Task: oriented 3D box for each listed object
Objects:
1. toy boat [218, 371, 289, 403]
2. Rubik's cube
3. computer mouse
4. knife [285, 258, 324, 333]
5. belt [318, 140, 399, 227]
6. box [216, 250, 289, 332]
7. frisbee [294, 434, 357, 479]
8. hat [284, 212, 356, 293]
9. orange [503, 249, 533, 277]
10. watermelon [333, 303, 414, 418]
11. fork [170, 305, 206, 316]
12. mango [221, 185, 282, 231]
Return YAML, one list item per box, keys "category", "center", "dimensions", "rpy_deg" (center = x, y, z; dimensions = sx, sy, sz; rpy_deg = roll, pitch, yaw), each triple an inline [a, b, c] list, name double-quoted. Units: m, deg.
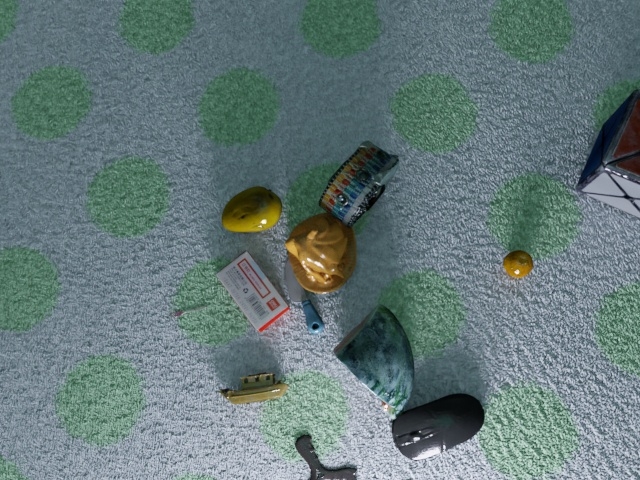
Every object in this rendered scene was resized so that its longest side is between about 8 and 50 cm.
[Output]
- category: "toy boat"
  center: [-0.192, 0.425, 1.863]
  dimensions: [0.200, 0.057, 0.077]
  rpy_deg: [-10, 72, 4]
- category: "Rubik's cube"
  center: [0.910, -0.227, 1.805]
  dimensions: [0.254, 0.260, 0.259]
  rpy_deg: [27, 83, 9]
- category: "computer mouse"
  center: [0.326, 0.510, 1.781]
  dimensions: [0.269, 0.086, 0.138]
  rpy_deg: [-22, 76, 1]
- category: "knife"
  center: [-0.060, 0.167, 1.924]
  dimensions: [0.058, 0.032, 0.244]
  rpy_deg: [-29, 72, 3]
- category: "belt"
  center: [0.113, -0.171, 1.884]
  dimensions: [0.150, 0.207, 0.258]
  rpy_deg: [37, 70, 5]
- category: "box"
  center: [-0.205, 0.148, 1.929]
  dimensions: [0.123, 0.050, 0.229]
  rpy_deg: [-38, 76, -5]
- category: "frisbee"
  center: [0.012, 0.653, 1.814]
  dimensions: [0.187, 0.012, 0.211]
  rpy_deg: [-4, 76, 4]
- category: "hat"
  center: [0.000, 0.000, 1.841]
  dimensions: [0.244, 0.233, 0.233]
  rpy_deg: [-44, 75, -8]
- category: "orange"
  center: [0.570, 0.068, 1.864]
  dimensions: [0.083, 0.070, 0.083]
  rpy_deg: [1, 68, -3]
- category: "watermelon"
  center: [0.120, 0.337, 1.778]
  dimensions: [0.213, 0.289, 0.320]
  rpy_deg: [-11, 78, 40]
- category: "fork"
  center: [-0.400, 0.213, 1.953]
  dimensions: [0.115, 0.012, 0.016]
  rpy_deg: [-15, 80, -3]
- category: "mango"
  center: [-0.211, -0.087, 1.959]
  dimensions: [0.195, 0.098, 0.137]
  rpy_deg: [-25, 80, 5]
